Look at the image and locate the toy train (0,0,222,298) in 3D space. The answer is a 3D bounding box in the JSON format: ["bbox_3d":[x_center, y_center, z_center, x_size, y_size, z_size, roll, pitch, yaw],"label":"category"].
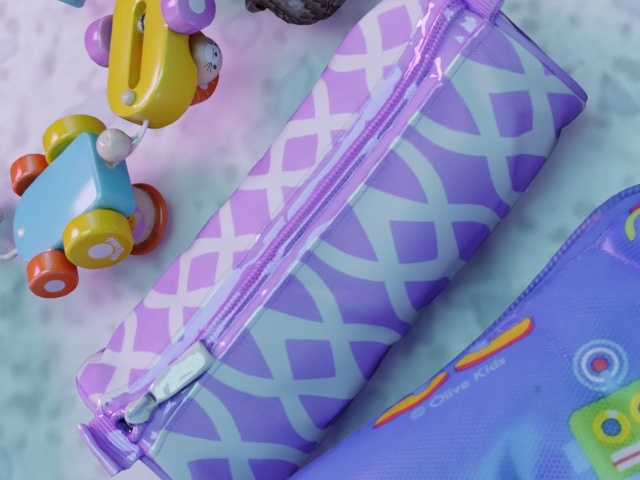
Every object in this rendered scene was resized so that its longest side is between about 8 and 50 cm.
[{"bbox_3d":[-0.083,-0.058,0.661,0.125,0.046,0.166,24,95,50],"label":"toy train"}]

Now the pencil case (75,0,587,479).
[{"bbox_3d":[0.000,0.000,0.580,0.086,0.088,0.206,39,92,29],"label":"pencil case"}]

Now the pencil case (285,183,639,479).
[{"bbox_3d":[0.035,0.105,0.515,0.306,0.119,0.133,-38,86,9],"label":"pencil case"}]

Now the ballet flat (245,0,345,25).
[{"bbox_3d":[-0.056,-0.174,0.674,0.084,0.058,0.250,-25,61,-16],"label":"ballet flat"}]
